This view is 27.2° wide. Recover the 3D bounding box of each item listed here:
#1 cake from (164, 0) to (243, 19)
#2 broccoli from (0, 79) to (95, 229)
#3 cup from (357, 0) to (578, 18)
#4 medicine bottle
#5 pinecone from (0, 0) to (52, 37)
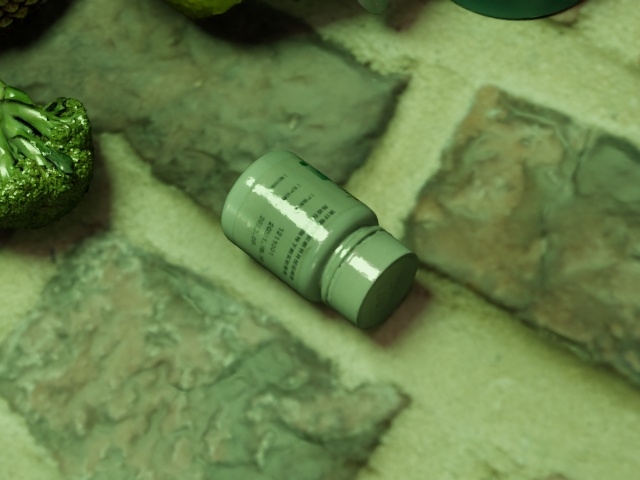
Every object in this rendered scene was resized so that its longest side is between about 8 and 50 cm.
[{"bbox_3d":[-0.060,-0.286,0.998,0.260,0.156,0.179,-27,44,40],"label":"cake"},{"bbox_3d":[-0.228,-0.066,0.996,0.130,0.120,0.131,-16,29,21],"label":"broccoli"},{"bbox_3d":[0.142,-0.282,0.994,0.299,0.173,0.167,-35,62,-6],"label":"cup"},{"bbox_3d":[0.000,0.000,0.939,0.130,0.080,0.080,36,76,23],"label":"medicine bottle"},{"bbox_3d":[-0.282,-0.238,1.085,0.120,0.140,0.140,19,67,49],"label":"pinecone"}]
